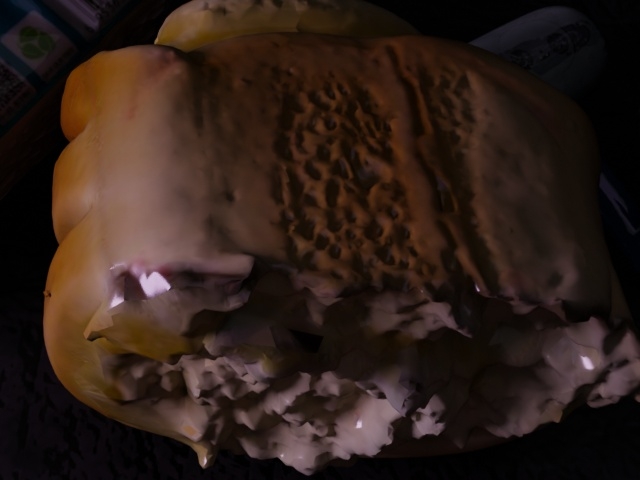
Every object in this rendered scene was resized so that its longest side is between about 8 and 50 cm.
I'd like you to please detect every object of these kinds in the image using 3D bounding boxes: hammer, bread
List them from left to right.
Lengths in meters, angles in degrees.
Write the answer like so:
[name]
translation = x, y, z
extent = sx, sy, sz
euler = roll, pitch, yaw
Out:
[bread]
translation = 0.000, 0.000, 0.929
extent = 0.316, 0.211, 0.270
euler = 5, 49, -18
[hammer]
translation = 0.163, -0.056, 1.080
extent = 0.116, 0.069, 0.194
euler = -28, 76, -26

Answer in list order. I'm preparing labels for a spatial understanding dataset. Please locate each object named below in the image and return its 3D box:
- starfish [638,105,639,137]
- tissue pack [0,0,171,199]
[starfish]
translation = 0.252, -0.062, 1.072
extent = 0.146, 0.074, 0.190
euler = 42, 30, -5
[tissue pack]
translation = -0.237, -0.109, 0.978
extent = 0.192, 0.134, 0.271
euler = 38, 58, 5
